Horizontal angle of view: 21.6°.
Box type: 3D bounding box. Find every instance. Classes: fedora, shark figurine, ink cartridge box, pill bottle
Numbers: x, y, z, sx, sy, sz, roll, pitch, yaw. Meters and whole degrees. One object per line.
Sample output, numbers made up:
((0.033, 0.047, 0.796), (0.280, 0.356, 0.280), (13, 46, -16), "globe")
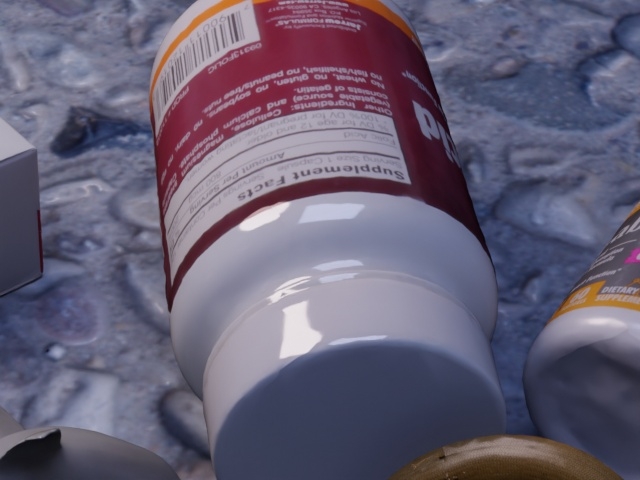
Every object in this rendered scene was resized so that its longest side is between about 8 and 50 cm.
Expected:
((0.113, 0.203, 1.041), (0.194, 0.194, 0.079), (6, 7, 1), "fedora")
((-0.198, 0.167, 1.019), (0.166, 0.116, 0.278), (47, 43, 0), "shark figurine")
((-0.312, -0.043, 1.274), (0.127, 0.128, 0.176), (-27, 49, -31), "ink cartridge box")
((0.000, 0.000, 1.182), (0.224, 0.224, 0.392), (-3, 42, -8), "pill bottle")
((0.271, 0.047, 1.199), (0.162, 0.162, 0.278), (24, 44, 20), "pill bottle")
